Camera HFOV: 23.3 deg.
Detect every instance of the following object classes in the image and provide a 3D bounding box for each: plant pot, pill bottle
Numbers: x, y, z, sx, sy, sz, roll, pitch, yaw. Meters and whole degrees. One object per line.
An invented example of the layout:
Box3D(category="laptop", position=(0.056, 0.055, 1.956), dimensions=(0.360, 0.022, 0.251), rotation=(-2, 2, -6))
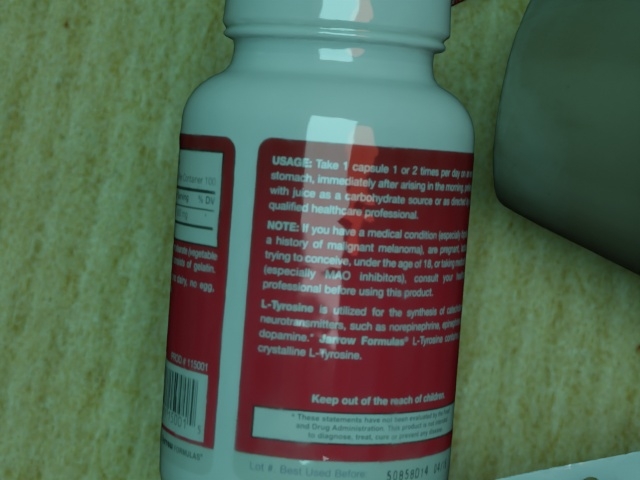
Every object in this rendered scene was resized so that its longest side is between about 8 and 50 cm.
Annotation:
Box3D(category="plant pot", position=(0.297, -0.094, 1.231), dimensions=(0.280, 0.323, 0.323), rotation=(14, 83, 18))
Box3D(category="pill bottle", position=(0.000, 0.000, 1.203), dimensions=(0.229, 0.229, 0.408), rotation=(4, 94, 1))

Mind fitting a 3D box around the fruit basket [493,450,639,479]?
Box3D(category="fruit basket", position=(0.223, 0.336, 1.192), dimensions=(0.327, 0.165, 0.353), rotation=(-10, 92, -14))

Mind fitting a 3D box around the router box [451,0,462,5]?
Box3D(category="router box", position=(0.031, -0.354, 1.354), dimensions=(0.301, 0.082, 0.335), rotation=(-25, 83, -3))
